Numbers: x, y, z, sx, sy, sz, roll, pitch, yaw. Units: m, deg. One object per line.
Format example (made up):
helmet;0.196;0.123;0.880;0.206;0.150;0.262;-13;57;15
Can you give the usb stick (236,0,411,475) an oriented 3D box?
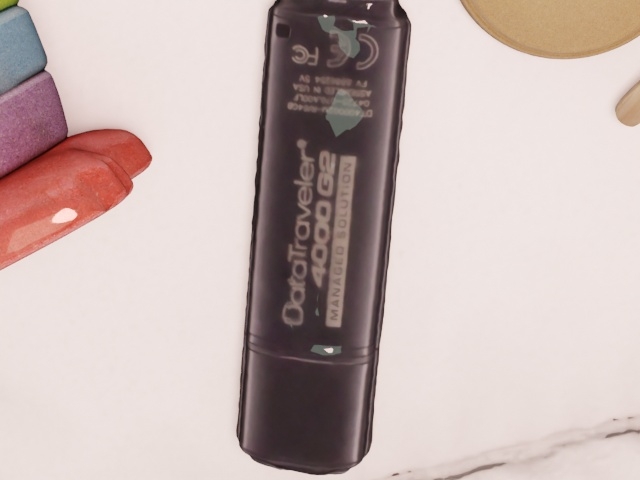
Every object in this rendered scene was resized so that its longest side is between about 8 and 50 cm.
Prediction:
usb stick;0.000;0.000;0.928;0.077;0.045;0.278;7;112;6

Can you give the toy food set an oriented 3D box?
toy food set;0.129;-0.154;0.872;0.192;0.038;0.132;37;115;-18

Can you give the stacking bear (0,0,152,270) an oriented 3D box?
stacking bear;-0.225;-0.119;0.835;0.164;0.175;0.289;-28;99;4
